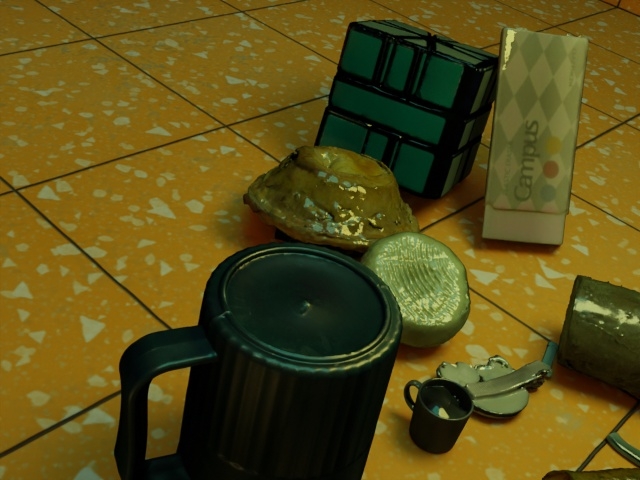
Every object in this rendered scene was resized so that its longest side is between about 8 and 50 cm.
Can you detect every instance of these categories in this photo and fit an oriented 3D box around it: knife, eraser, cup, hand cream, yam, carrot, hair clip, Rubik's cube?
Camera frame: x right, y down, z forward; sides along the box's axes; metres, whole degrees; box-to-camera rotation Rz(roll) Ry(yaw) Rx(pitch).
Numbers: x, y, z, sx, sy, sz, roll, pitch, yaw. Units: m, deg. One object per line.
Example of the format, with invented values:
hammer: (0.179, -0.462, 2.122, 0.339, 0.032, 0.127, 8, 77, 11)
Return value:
knife: (0.372, 0.193, 1.313, 0.027, 0.010, 0.096, 25, 34, 14)
eraser: (0.413, -0.195, 1.548, 0.213, 0.397, 0.082, 4, 5, -13)
cup: (-0.071, 0.172, 0.957, 0.307, 0.292, 0.242, 11, 35, -4)
hand cream: (0.000, 0.000, 1.449, 0.163, 0.039, 0.062, 13, 30, -9)
yam: (0.507, 0.164, 1.268, 0.267, 0.161, 0.161, 19, 35, 6)
carrot: (0.377, 0.337, 1.051, 0.173, 0.082, 0.082, 5, 35, -16)
hair clip: (0.265, 0.217, 1.214, 0.172, 0.049, 0.116, -9, 36, -24)
cup: (0.156, 0.239, 1.121, 0.100, 0.077, 0.078, 36, 41, 29)
knife: (0.500, 0.341, 1.142, 0.210, 0.015, 0.028, 36, 35, 29)
Rubik's cube: (0.186, -0.273, 1.632, 0.288, 0.284, 0.293, 25, 26, 17)

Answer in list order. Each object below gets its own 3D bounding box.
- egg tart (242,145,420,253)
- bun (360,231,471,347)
egg tart: (0.032, -0.082, 1.450, 0.341, 0.129, 0.341, 15, 24, -7)
bun: (0.145, 0.087, 1.290, 0.195, 0.118, 0.196, 6, 54, -9)
